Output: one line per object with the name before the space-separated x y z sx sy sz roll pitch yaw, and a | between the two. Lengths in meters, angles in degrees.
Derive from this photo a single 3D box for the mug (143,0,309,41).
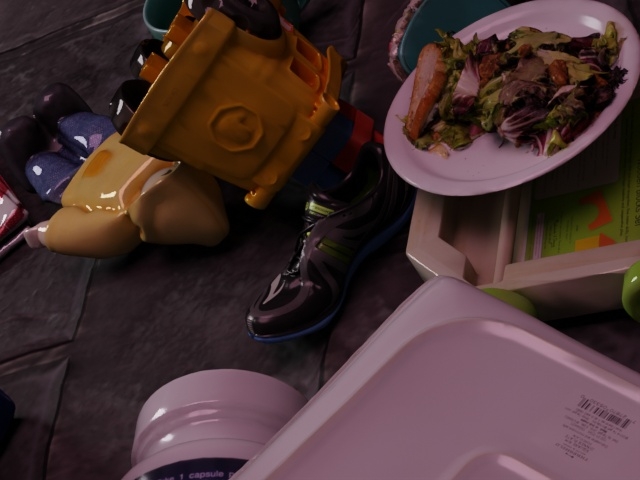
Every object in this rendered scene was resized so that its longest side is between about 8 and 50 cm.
mug | -0.073 -0.205 1.458 0.157 0.097 0.129 -10 44 28

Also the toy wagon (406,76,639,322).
toy wagon | 0.226 -0.049 1.092 0.344 0.068 0.267 -12 44 27

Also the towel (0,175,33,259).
towel | -0.436 -0.020 1.568 0.237 0.037 0.329 -41 42 -7

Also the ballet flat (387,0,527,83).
ballet flat | 0.133 -0.209 1.336 0.241 0.091 0.077 -50 10 -18

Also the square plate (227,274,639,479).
square plate | 0.097 0.171 0.836 0.347 0.049 0.344 27 53 31

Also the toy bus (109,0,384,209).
toy bus | -0.042 -0.127 1.295 0.149 0.211 0.220 -54 15 25

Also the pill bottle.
pill bottle | -0.061 0.216 0.956 0.153 0.153 0.265 -20 40 19

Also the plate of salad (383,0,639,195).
plate of salad | 0.132 -0.113 1.135 0.200 0.048 0.200 -20 39 18

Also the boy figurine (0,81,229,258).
boy figurine | -0.182 -0.051 1.385 0.177 0.092 0.285 -43 36 -15

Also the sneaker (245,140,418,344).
sneaker | 0.000 0.000 1.201 0.067 0.078 0.188 18 63 47

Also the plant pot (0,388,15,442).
plant pot | -0.419 0.162 1.227 0.236 0.236 0.212 -4 53 34
